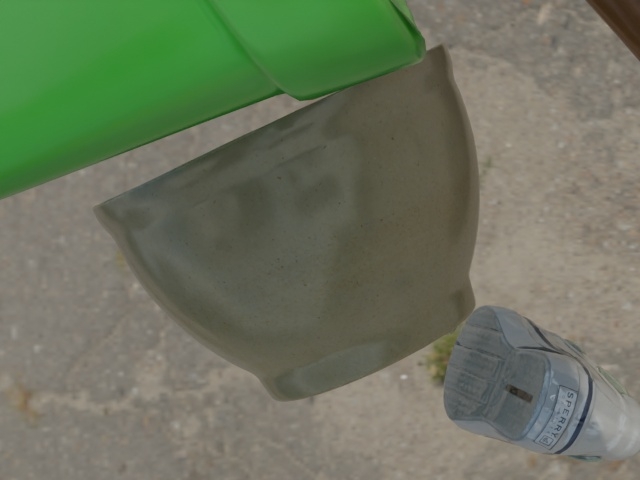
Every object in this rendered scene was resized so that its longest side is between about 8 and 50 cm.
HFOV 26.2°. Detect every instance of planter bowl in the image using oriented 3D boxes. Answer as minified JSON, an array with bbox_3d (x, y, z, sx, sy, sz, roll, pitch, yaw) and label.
[{"bbox_3d":[0.000,0.000,0.580,0.162,0.162,0.109,-20,97,42],"label":"planter bowl"}]

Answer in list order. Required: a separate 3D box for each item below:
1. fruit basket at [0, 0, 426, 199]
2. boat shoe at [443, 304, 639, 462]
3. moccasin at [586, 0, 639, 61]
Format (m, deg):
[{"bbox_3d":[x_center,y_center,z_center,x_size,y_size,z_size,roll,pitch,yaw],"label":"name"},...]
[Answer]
[{"bbox_3d":[-0.063,-0.231,0.382,0.283,0.392,0.392,-92,21,-71],"label":"fruit basket"},{"bbox_3d":[0.136,0.099,0.861,0.226,0.076,0.083,-124,57,-79],"label":"boat shoe"},{"bbox_3d":[0.271,-0.082,0.669,0.380,0.139,0.147,53,156,4],"label":"moccasin"}]
